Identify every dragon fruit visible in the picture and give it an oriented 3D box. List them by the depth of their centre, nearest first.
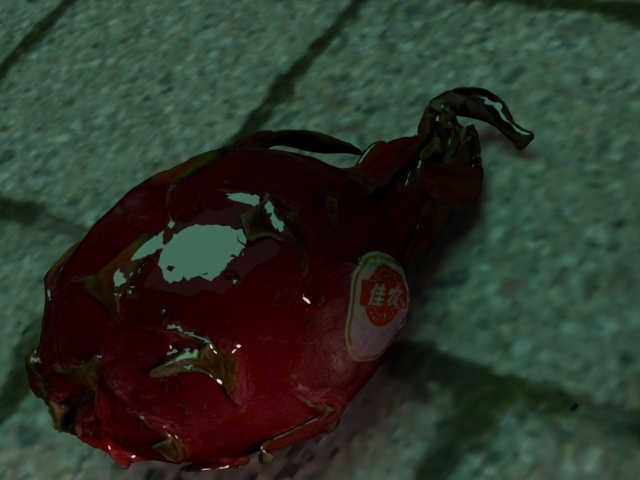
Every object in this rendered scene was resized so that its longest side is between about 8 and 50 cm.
[{"bbox_3d":[0.000,0.000,0.430,0.190,0.094,0.094,-34,39,-25],"label":"dragon fruit"}]
